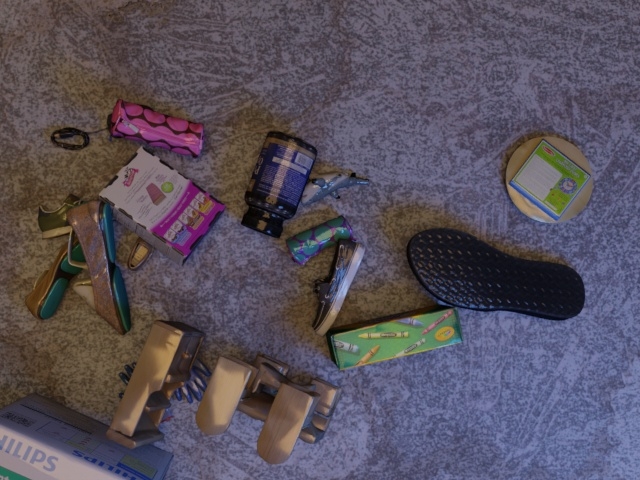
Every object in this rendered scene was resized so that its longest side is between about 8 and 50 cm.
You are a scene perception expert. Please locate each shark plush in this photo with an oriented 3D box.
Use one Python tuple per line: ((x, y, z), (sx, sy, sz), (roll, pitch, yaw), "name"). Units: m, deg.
((0.030, -0.126, 1.913), (0.161, 0.073, 0.067), (-14, 109, -24), "shark plush")

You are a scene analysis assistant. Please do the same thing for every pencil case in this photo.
((-0.355, -0.241, 1.829), (0.209, 0.098, 0.095), (12, 91, -21), "pencil case")
((0.000, 0.000, 1.884), (0.151, 0.064, 0.070), (-25, 76, -4), "pencil case")

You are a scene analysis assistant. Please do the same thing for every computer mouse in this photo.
((-0.491, -0.256, 1.875), (0.242, 0.041, 0.071), (-17, 90, -4), "computer mouse")

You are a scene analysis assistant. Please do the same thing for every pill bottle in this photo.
((-0.097, -0.122, 1.854), (0.122, 0.123, 0.219), (21, 86, -3), "pill bottle")

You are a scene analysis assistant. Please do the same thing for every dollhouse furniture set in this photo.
((-0.194, 0.358, 1.715), (0.394, 0.362, 0.257), (22, 87, 12), "dollhouse furniture set")

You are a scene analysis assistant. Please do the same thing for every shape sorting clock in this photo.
((0.532, -0.141, 1.935), (0.206, 0.040, 0.206), (0, 85, -1), "shape sorting clock")

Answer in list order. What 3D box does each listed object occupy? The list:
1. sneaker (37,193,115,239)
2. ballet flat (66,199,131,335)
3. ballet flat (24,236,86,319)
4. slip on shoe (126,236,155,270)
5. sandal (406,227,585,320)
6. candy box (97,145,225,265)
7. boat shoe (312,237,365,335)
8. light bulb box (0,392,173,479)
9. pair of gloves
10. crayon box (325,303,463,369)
((-0.538, -0.066, 1.852), (0.192, 0.064, 0.086), (-16, 92, -2), "sneaker")
((-0.487, 0.062, 1.805), (0.106, 0.107, 0.316), (-6, 108, -2), "ballet flat")
((-0.580, 0.064, 1.844), (0.073, 0.080, 0.232), (30, 83, 28), "ballet flat")
((-0.393, 0.007, 1.870), (0.051, 0.041, 0.135), (33, 86, -2), "slip on shoe")
((0.385, 0.097, 1.886), (0.445, 0.107, 0.168), (17, 71, -15), "sandal")
((-0.351, -0.076, 1.836), (0.233, 0.071, 0.159), (36, 62, -2), "candy box")
((0.022, 0.100, 1.858), (0.076, 0.080, 0.229), (24, 102, -7), "boat shoe")
((-0.519, 0.498, 1.683), (0.357, 0.361, 0.225), (24, 86, -2), "light bulb box")
((-0.353, 0.320, 1.871), (0.198, 0.023, 0.159), (-32, 88, -5), "pair of gloves")
((0.158, 0.211, 1.835), (0.278, 0.165, 0.081), (-12, 89, -4), "crayon box")
